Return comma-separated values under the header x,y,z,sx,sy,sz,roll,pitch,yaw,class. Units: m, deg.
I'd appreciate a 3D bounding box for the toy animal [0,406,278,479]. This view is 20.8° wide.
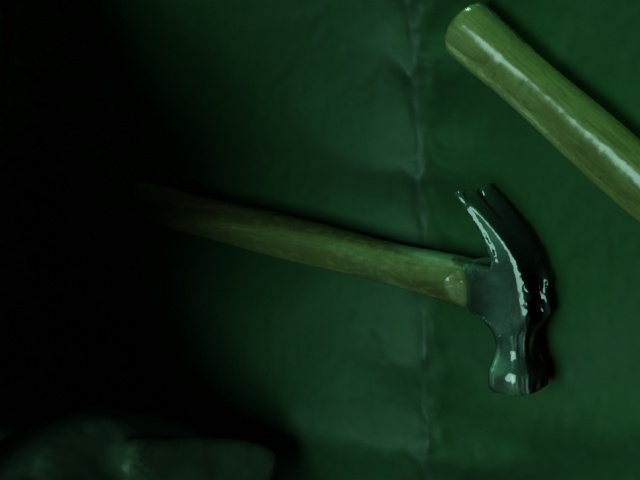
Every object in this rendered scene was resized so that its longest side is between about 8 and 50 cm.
x,y,z,sx,sy,sz,roll,pitch,yaw,class
-0.106,0.134,0.664,0.236,0.138,0.108,-28,48,52,toy animal

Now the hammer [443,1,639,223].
x,y,z,sx,sy,sz,roll,pitch,yaw,class
0.108,-0.003,0.480,0.199,0.013,0.062,45,131,21,hammer

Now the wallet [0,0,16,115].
x,y,z,sx,sy,sz,roll,pitch,yaw,class
-0.153,0.026,0.621,0.221,0.071,0.262,-101,21,-50,wallet

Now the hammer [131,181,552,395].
x,y,z,sx,sy,sz,roll,pitch,yaw,class
0.000,0.000,0.581,0.182,0.017,0.062,15,115,40,hammer
